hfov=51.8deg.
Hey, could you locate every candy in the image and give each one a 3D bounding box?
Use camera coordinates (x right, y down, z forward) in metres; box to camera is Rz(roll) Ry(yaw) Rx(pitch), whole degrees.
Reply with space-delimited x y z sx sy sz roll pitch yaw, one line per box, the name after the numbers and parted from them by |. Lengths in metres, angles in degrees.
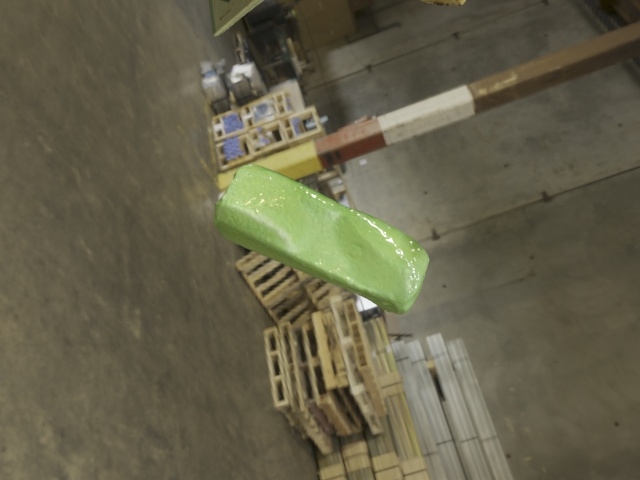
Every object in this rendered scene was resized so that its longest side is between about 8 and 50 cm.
0.000 0.000 1.028 0.132 0.344 0.142 -59 169 -28 | candy

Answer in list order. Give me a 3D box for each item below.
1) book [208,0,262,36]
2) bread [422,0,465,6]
-0.146 -0.549 1.224 0.025 0.215 0.282 10 63 -46 | book
0.245 -0.596 1.446 0.183 0.224 0.211 43 46 -27 | bread
